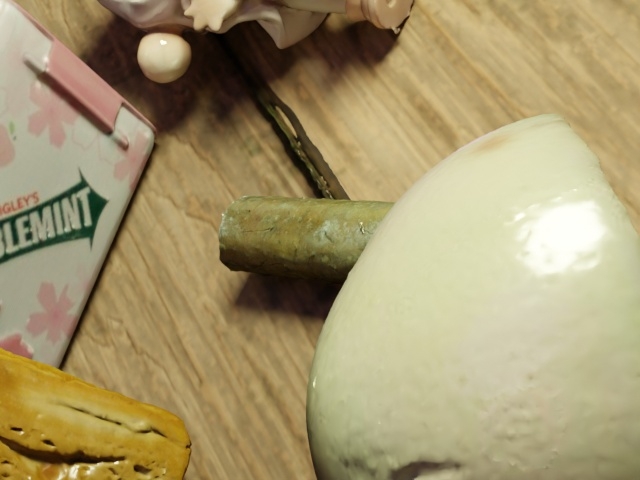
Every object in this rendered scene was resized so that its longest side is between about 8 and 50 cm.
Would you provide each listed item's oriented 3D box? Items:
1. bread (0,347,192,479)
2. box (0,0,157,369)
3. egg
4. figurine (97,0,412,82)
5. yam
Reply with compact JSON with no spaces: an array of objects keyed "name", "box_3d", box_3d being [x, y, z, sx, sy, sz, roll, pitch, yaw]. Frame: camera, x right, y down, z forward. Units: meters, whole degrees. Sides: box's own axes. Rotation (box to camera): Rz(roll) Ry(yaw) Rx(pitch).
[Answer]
[{"name":"bread","box_3d":[-0.207,0.108,0.872,0.077,0.271,0.139,-21,50,60]},{"name":"box","box_3d":[-0.249,0.043,1.000,0.112,0.190,0.370,4,63,40]},{"name":"egg","box_3d":[0.071,0.068,0.729,0.161,0.206,0.271,-16,59,-1]},{"name":"figurine","box_3d":[-0.065,-0.201,1.070,0.276,0.133,0.200,18,102,38]},{"name":"yam","box_3d":[0.000,0.000,0.942,0.132,0.054,0.054,5,64,39]}]
